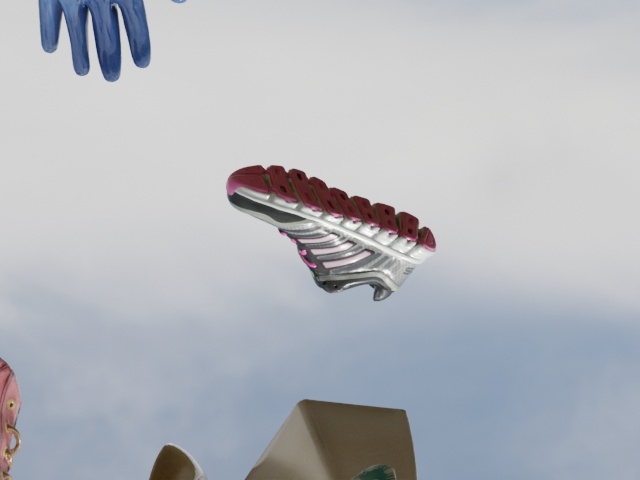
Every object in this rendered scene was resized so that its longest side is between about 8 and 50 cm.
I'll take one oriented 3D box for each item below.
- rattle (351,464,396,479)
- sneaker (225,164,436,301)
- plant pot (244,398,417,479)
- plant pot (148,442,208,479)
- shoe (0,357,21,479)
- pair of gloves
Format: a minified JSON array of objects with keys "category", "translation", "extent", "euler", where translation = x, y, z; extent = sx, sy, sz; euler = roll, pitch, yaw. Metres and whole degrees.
[{"category":"rattle","translation":[0.031,0.180,1.128],"extent":[0.130,0.143,0.200],"euler":[39,-131,23]},{"category":"sneaker","translation":[0.000,0.000,1.426],"extent":[0.170,0.075,0.063],"euler":[19,-156,-23]},{"category":"plant pot","translation":[0.018,0.204,1.550],"extent":[0.109,0.109,0.096],"euler":[10,-141,-32]},{"category":"plant pot","translation":[-0.120,0.290,1.616],"extent":[0.032,0.236,0.236],"euler":[2,-166,7]},{"category":"shoe","translation":[-0.199,0.129,1.124],"extent":[0.081,0.178,0.063],"euler":[-37,-171,-33]},{"category":"pair of gloves","translation":[-0.174,-0.162,1.072],"extent":[0.198,0.159,0.023],"euler":[-3,-151,-1]}]
